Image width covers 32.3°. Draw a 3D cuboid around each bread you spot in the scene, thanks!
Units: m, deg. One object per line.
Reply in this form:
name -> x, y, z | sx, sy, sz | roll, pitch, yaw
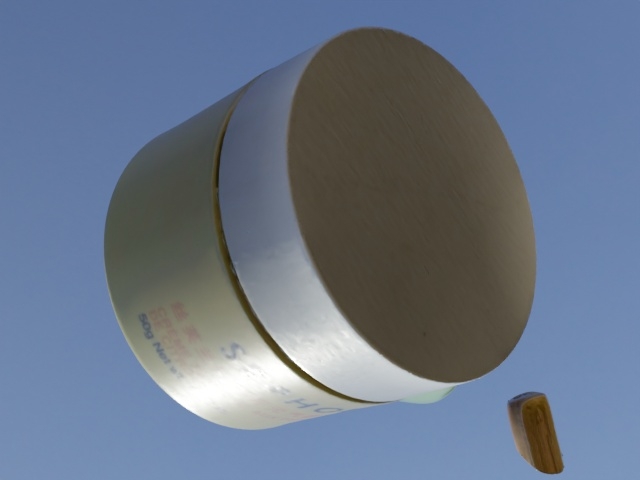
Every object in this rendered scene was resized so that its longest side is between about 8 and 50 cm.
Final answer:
bread -> 0.270, 0.247, 1.410 | 0.049, 0.062, 0.103 | -13, -90, -35

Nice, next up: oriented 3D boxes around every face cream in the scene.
face cream -> 0.000, 0.000, 0.700 | 0.218, 0.179, 0.218 | 19, -118, -39

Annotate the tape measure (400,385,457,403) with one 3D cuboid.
tape measure -> 0.081, 0.042, 0.876 | 0.106, 0.200, 0.175 | 14, -113, -11
